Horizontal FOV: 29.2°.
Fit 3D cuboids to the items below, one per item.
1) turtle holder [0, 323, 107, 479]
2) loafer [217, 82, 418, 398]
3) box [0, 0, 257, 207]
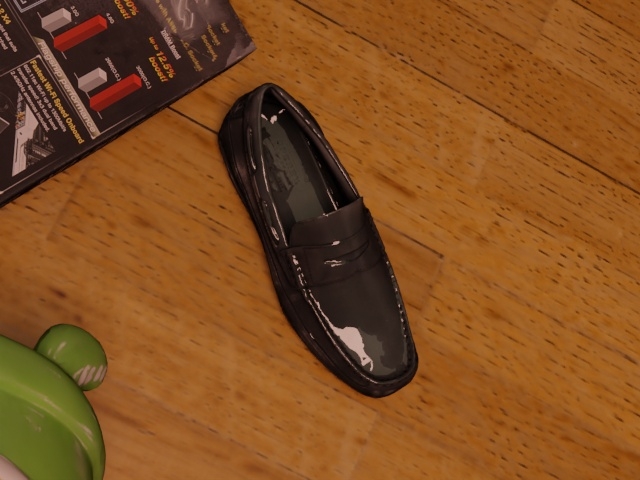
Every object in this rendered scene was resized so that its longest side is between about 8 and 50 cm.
[{"bbox_3d":[-0.202,0.148,0.567,0.243,0.320,0.227,30,42,-38],"label":"turtle holder"},{"bbox_3d":[0.000,0.000,0.814,0.076,0.078,0.223,-25,82,-22],"label":"loafer"},{"bbox_3d":[-0.216,-0.188,0.751,0.242,0.076,0.307,-38,101,-34],"label":"box"}]
